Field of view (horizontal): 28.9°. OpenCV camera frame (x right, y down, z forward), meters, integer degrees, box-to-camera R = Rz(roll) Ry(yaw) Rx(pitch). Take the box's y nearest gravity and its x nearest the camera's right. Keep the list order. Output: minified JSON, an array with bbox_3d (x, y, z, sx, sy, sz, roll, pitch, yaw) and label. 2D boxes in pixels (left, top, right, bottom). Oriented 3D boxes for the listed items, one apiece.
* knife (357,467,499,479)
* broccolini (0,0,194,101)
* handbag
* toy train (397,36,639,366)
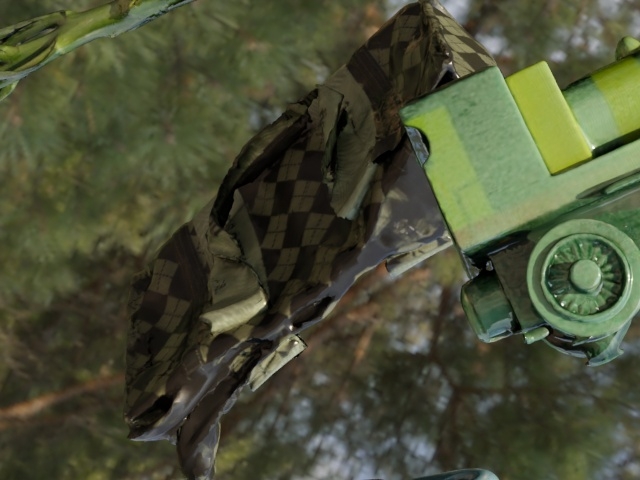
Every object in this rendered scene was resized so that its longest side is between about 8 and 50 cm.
[{"bbox_3d":[0.021,0.162,0.767,0.058,0.032,0.244,-32,-170,-37],"label":"knife"},{"bbox_3d":[-0.084,-0.068,0.427,0.140,0.035,0.030,-18,-108,18],"label":"broccolini"},{"bbox_3d":[0.000,0.000,1.071,0.416,0.180,0.317,-43,-165,15],"label":"handbag"},{"bbox_3d":[0.141,-0.034,0.510,0.200,0.083,0.132,-23,-107,3],"label":"toy train"}]
